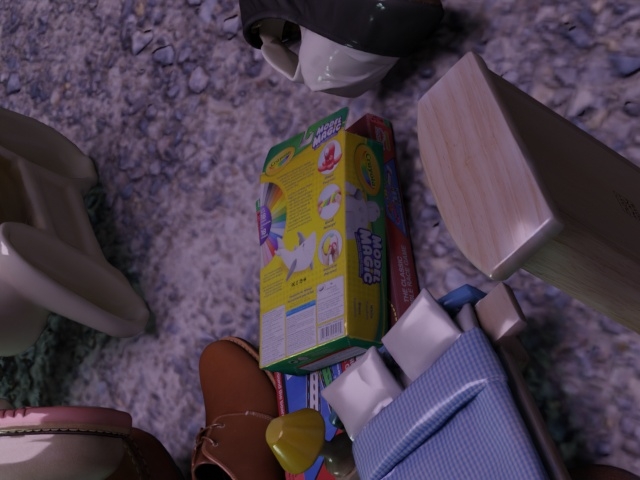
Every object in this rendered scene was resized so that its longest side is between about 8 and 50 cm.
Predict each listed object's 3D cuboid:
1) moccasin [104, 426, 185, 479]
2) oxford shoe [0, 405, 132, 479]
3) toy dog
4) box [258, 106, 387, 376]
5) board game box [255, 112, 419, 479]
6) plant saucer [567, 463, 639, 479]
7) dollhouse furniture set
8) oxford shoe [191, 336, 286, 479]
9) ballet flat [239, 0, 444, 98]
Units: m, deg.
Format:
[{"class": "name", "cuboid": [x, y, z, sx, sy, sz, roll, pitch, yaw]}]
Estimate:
[{"class": "moccasin", "cuboid": [-0.179, 0.330, 1.234, 0.139, 0.147, 0.380, -7, 71, 53]}, {"class": "oxford shoe", "cuboid": [-0.290, 0.234, 1.252, 0.397, 0.140, 0.147, -27, 63, 33]}, {"class": "toy dog", "cuboid": [-0.412, 0.092, 1.450, 0.408, 0.395, 0.285, -48, 51, 19]}, {"class": "box", "cuboid": [0.000, 0.000, 1.169, 0.105, 0.043, 0.179, -24, 61, 47]}, {"class": "board game box", "cuboid": [0.016, 0.060, 1.183, 0.145, 0.027, 0.281, -36, 50, 39]}, {"class": "plant saucer", "cuboid": [0.147, 0.213, 0.946, 0.168, 0.029, 0.169, -25, 57, 45]}, {"class": "dollhouse furniture set", "cuboid": [0.078, 0.109, 0.888, 0.303, 0.198, 0.286, -45, 39, 24]}, {"class": "oxford shoe", "cuboid": [-0.065, 0.153, 1.216, 0.076, 0.076, 0.212, -51, 40, 31]}, {"class": "ballet flat", "cuboid": [0.011, -0.162, 1.232, 0.280, 0.095, 0.096, -148, 67, -64]}]
